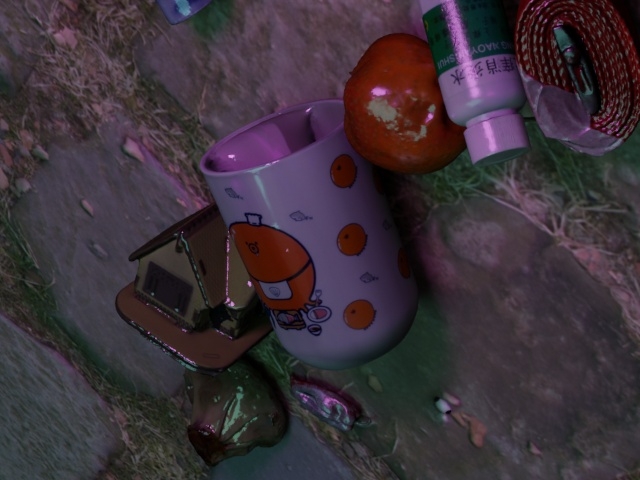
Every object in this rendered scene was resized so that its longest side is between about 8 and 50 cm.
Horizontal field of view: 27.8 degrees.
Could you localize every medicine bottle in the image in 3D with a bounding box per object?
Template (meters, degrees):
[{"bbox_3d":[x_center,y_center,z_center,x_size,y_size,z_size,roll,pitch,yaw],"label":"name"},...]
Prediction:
[{"bbox_3d":[0.169,-0.215,1.439,0.095,0.095,0.260,-21,81,44],"label":"medicine bottle"}]

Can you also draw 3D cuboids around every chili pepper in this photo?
[{"bbox_3d":[0.008,0.252,1.988,0.153,0.041,0.050,29,91,18],"label":"chili pepper"}]

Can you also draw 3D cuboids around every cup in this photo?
[{"bbox_3d":[0.000,0.000,1.704,0.212,0.212,0.317,-5,118,39],"label":"cup"}]

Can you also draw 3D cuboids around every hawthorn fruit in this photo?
[{"bbox_3d":[0.168,-0.149,1.540,0.285,0.165,0.165,13,128,10],"label":"hawthorn fruit"}]

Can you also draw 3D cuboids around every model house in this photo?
[{"bbox_3d":[-0.141,0.008,1.819,0.205,0.218,0.278,32,129,14],"label":"model house"}]

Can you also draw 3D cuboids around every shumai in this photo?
[{"bbox_3d":[-0.162,0.280,2.081,0.201,0.120,0.201,22,133,26],"label":"shumai"}]

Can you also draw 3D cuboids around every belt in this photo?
[{"bbox_3d":[0.284,-0.202,1.410,0.128,0.124,0.201,-15,113,18],"label":"belt"}]

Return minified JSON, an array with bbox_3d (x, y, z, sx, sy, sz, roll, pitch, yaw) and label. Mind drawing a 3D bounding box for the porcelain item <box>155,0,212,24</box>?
[{"bbox_3d":[-0.232,-0.405,1.658,0.141,0.141,0.259,-20,113,43],"label":"porcelain item"}]
